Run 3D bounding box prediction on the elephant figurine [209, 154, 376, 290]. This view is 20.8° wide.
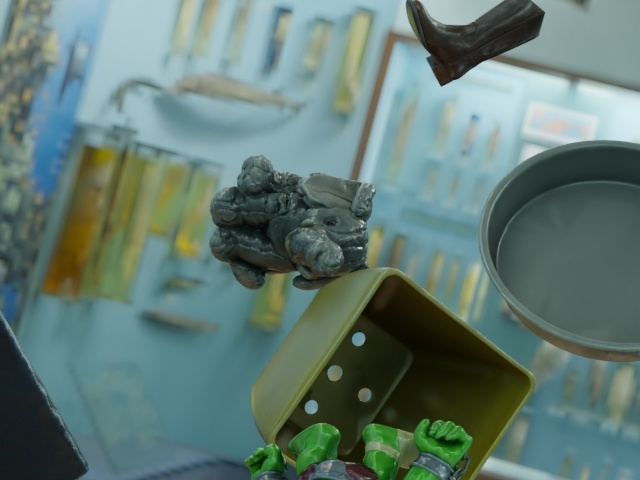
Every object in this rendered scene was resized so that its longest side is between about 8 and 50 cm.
[{"bbox_3d":[0.000,0.000,2.011,0.239,0.186,0.169,13,-37,41],"label":"elephant figurine"}]

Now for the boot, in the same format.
[{"bbox_3d":[0.141,-0.201,1.566,0.106,0.114,0.037,60,5,-47],"label":"boot"}]

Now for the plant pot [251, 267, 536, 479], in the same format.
[{"bbox_3d":[0.050,0.155,1.779,0.212,0.212,0.187,37,-7,-22],"label":"plant pot"}]

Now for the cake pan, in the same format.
[{"bbox_3d":[0.315,0.015,1.879,0.293,0.293,0.054,15,-38,13],"label":"cake pan"}]

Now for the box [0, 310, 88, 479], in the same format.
[{"bbox_3d":[-0.559,0.129,1.662,0.480,0.472,0.297,46,-18,39],"label":"box"}]

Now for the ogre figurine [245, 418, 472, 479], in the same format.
[{"bbox_3d":[0.013,0.196,1.304,0.197,0.118,0.097,4,-40,22],"label":"ogre figurine"}]
